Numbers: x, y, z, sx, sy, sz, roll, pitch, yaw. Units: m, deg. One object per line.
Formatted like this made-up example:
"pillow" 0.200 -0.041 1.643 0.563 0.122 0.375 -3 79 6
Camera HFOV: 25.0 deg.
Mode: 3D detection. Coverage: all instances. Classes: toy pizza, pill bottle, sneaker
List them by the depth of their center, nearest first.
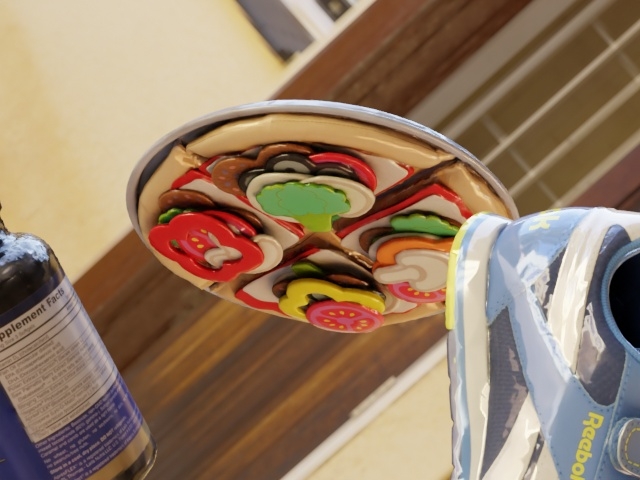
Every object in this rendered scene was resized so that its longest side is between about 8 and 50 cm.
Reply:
"sneaker" 0.065 0.056 0.344 0.053 0.059 0.144 27 56 -57
"toy pizza" 0.000 0.000 0.727 0.201 0.201 0.032 42 45 -43
"pill bottle" -0.204 0.072 0.916 0.123 0.123 0.219 -108 172 -75
